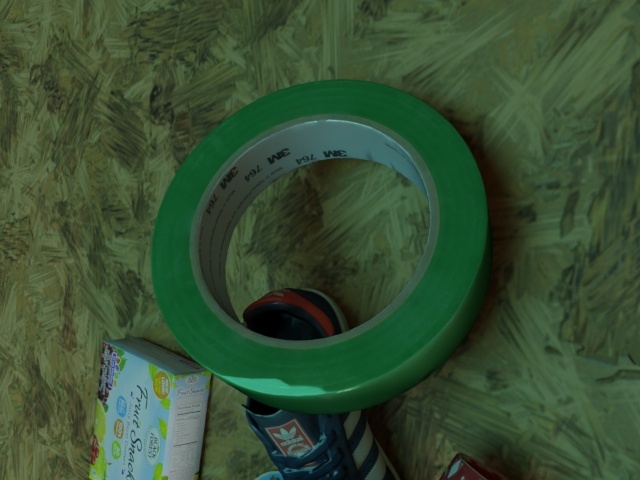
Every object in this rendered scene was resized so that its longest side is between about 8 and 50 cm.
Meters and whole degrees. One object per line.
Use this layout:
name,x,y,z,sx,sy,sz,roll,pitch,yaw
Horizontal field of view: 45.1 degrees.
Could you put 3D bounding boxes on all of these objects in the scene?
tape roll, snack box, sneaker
tape roll,0.000,0.000,0.737,0.321,0.077,0.321,-6,64,13
snack box,-0.239,0.256,1.065,0.174,0.070,0.207,14,100,42
sneaker,-0.007,0.214,0.782,0.131,0.148,0.350,-24,73,15

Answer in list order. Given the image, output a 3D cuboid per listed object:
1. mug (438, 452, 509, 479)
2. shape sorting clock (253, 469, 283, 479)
mug,0.129,0.295,0.702,0.113,0.150,0.169,31,90,52
shape sorting clock,-0.033,0.372,0.896,0.206,0.040,0.206,-1,88,42
